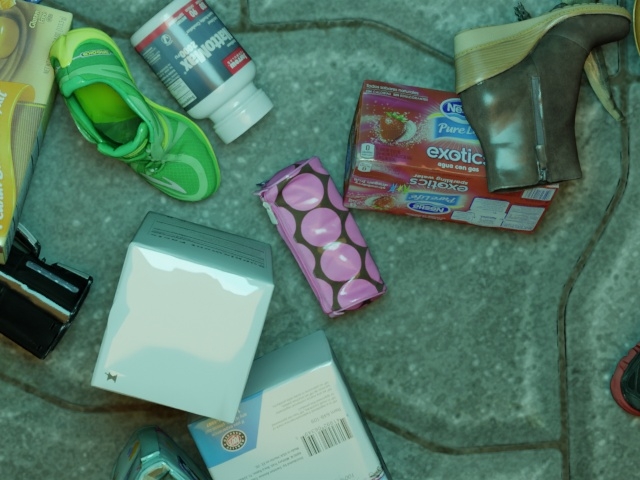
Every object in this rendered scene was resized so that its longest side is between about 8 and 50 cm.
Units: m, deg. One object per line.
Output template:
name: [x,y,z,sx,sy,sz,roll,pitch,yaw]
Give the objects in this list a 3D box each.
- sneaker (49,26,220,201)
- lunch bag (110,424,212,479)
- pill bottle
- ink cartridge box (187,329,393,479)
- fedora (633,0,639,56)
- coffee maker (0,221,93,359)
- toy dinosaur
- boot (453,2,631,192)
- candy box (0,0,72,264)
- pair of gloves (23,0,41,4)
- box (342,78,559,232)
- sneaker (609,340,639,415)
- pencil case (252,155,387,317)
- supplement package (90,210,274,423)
sneaker: [-0.234,-0.130,1.759,0.109,0.123,0.295,-26,132,21]
lunch bag: [-0.196,0.378,1.824,0.160,0.223,0.262,-6,97,-8]
pill bottle: [-0.144,-0.216,1.797,0.108,0.108,0.180,-39,99,3]
ink cartridge box: [-0.024,0.290,1.832,0.198,0.197,0.270,-24,99,0]
fedora: [0.479,-0.277,1.799,0.194,0.079,0.194,-2,93,-36]
coffee maker: [-0.398,0.069,1.800,0.178,0.120,0.171,32,58,-7]
toy dinosaur: [0.314,-0.269,1.839,0.118,0.064,0.268,-16,102,-7]
boot: [0.287,-0.173,1.741,0.249,0.090,0.206,-13,84,-16]
candy box: [-0.430,-0.147,1.741,0.183,0.087,0.316,14,72,-5]
pair of gloves: [-0.393,-0.394,1.802,0.159,0.023,0.198,-31,100,0]
box: [0.164,-0.104,1.799,0.257,0.128,0.122,8,62,-4]
sneaker: [0.490,0.121,1.866,0.098,0.135,0.276,35,94,-5]
pencil case: [0.000,0.000,1.846,0.098,0.095,0.209,-35,98,-33]
supplement package: [-0.162,0.086,1.747,0.175,0.293,0.177,16,98,-5]
